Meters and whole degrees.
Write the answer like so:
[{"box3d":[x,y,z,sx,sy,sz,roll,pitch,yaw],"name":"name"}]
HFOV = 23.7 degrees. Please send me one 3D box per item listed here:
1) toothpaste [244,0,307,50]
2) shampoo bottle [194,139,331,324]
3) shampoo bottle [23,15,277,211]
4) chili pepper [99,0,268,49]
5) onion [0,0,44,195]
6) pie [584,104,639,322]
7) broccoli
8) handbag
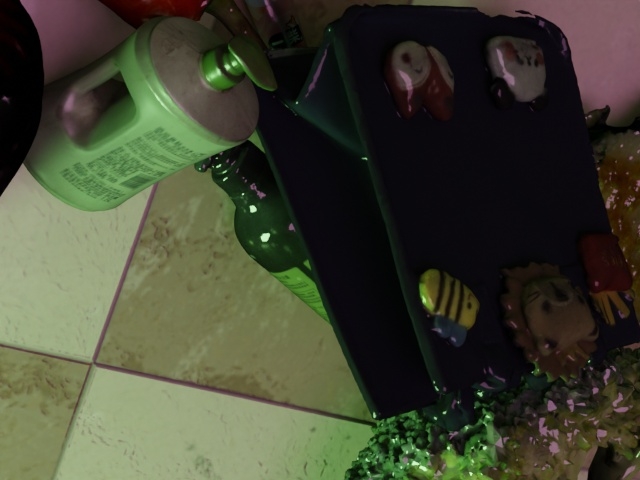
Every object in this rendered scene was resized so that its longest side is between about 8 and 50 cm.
[{"box3d":[-0.048,-0.216,1.266,0.056,0.036,0.205,-24,112,-12],"name":"toothpaste"},{"box3d":[0.000,0.000,1.323,0.284,0.101,0.101,41,89,-29],"name":"shampoo bottle"},{"box3d":[-0.127,-0.102,1.159,0.118,0.234,0.087,47,47,-22],"name":"shampoo bottle"},{"box3d":[-0.128,-0.230,1.168,0.338,0.131,0.134,22,139,-30],"name":"chili pepper"},{"box3d":[-0.319,-0.082,1.101,0.281,0.221,0.281,-33,141,-32],"name":"onion"},{"box3d":[0.370,-0.070,1.471,0.371,0.078,0.296,-38,118,-5],"name":"pie"},{"box3d":[0.174,0.300,1.373,0.353,0.275,0.397,-4,89,18],"name":"broccoli"},{"box3d":[0.119,-0.025,1.219,0.303,0.122,0.329,-8,76,-48],"name":"handbag"}]
